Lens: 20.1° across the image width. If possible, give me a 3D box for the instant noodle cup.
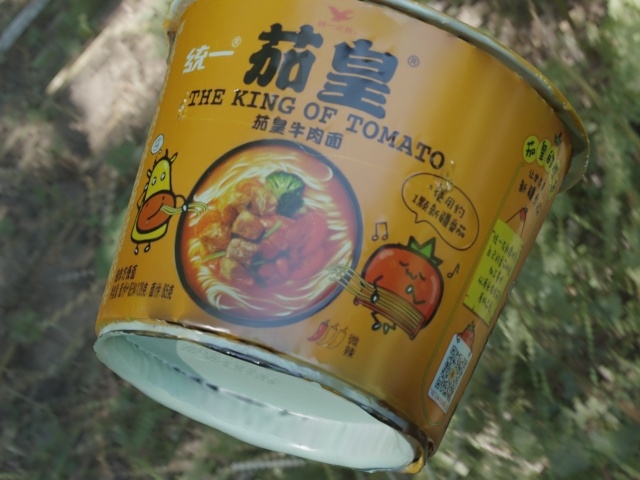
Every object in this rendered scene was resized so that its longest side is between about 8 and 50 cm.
[{"bbox_3d":[0.000,0.000,0.843,0.215,0.216,0.172,11,70,26],"label":"instant noodle cup"}]
